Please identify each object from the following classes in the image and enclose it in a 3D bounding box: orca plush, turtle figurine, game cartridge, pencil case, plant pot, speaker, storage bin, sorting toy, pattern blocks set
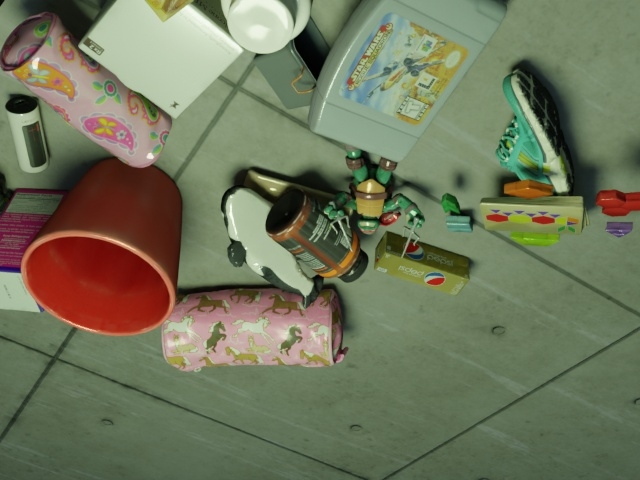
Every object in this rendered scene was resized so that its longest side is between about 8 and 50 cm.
[{"bbox_3d":[-0.099,-0.001,1.410,0.287,0.102,0.151,36,87,-32],"label":"orca plush"},{"bbox_3d":[0.088,-0.078,1.306,0.175,0.118,0.234,-6,121,-7],"label":"turtle figurine"},{"bbox_3d":[0.114,-0.260,1.092,0.198,0.062,0.297,12,127,-33],"label":"game cartridge"},{"bbox_3d":[-0.358,-0.231,1.169,0.124,0.124,0.284,-20,143,25],"label":"pencil case"},{"bbox_3d":[-0.373,-0.002,1.351,0.274,0.243,0.275,3,136,3],"label":"plant pot"},{"bbox_3d":[-0.520,-0.188,1.315,0.055,0.055,0.136,8,136,-1],"label":"speaker"},{"bbox_3d":[-0.138,0.192,1.583,0.386,0.160,0.167,-3,143,10],"label":"pencil case"},{"bbox_3d":[-0.038,-0.264,1.154,0.091,0.098,0.135,-11,134,32],"label":"storage bin"},{"bbox_3d":[-0.059,-0.041,1.425,0.208,0.038,0.193,18,135,-5],"label":"sorting toy"},{"bbox_3d":[0.374,-0.046,1.285,0.324,0.026,0.285,6,163,11],"label":"pattern blocks set"}]

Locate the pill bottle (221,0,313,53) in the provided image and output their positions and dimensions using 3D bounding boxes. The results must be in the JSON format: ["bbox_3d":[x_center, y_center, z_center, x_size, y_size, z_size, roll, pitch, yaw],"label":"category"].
[{"bbox_3d":[-0.065,-0.341,0.982,0.117,0.215,0.117,3,136,3],"label":"pill bottle"}]

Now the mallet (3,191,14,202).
[{"bbox_3d":[-0.691,-0.066,1.475,0.189,0.039,0.062,-24,131,26],"label":"mallet"}]

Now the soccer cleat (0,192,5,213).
[{"bbox_3d":[-0.634,-0.041,1.404,0.060,0.072,0.179,3,154,-27],"label":"soccer cleat"}]

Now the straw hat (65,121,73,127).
[{"bbox_3d":[-0.408,-0.221,1.261,0.144,0.061,0.144,3,135,3],"label":"straw hat"}]

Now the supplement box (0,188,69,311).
[{"bbox_3d":[-0.552,0.014,1.407,0.113,0.220,0.111,4,135,6],"label":"supplement box"}]

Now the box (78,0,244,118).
[{"bbox_3d":[-0.225,-0.314,1.101,0.181,0.119,0.182,36,129,-27],"label":"box"}]

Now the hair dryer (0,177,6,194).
[{"bbox_3d":[-0.722,-0.150,1.322,0.293,0.080,0.223,2,163,-10],"label":"hair dryer"}]

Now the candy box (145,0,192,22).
[{"bbox_3d":[-0.246,-0.435,0.874,0.316,0.087,0.183,50,162,-11],"label":"candy box"}]

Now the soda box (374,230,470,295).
[{"bbox_3d":[0.200,0.046,1.457,0.181,0.061,0.058,18,135,-11],"label":"soda box"}]

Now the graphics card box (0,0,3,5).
[{"bbox_3d":[-0.685,-0.337,1.155,0.371,0.094,0.233,-31,124,32],"label":"graphics card box"}]

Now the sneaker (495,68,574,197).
[{"bbox_3d":[0.339,-0.154,1.210,0.110,0.107,0.275,-7,135,27],"label":"sneaker"}]

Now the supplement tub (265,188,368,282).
[{"bbox_3d":[0.000,0.000,1.341,0.106,0.106,0.198,-28,129,31],"label":"supplement tub"}]
